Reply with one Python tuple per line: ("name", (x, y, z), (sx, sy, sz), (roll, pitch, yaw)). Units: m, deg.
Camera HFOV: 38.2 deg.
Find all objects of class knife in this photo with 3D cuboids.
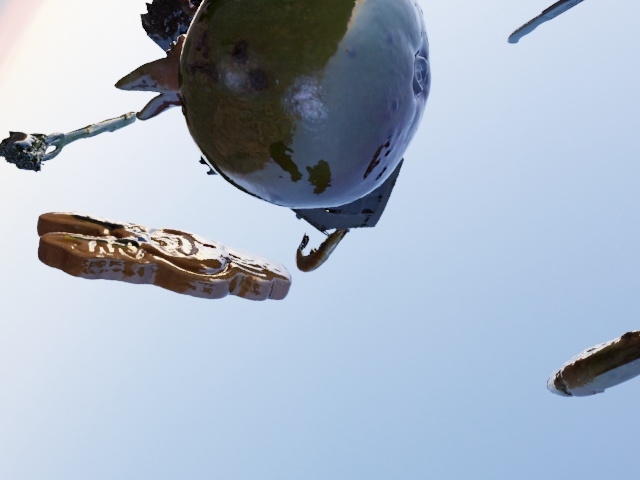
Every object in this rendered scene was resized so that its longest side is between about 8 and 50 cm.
("knife", (0.380, -0.378, 1.570), (0.210, 0.028, 0.015), (155, -51, -65))

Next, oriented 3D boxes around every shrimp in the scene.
("shrimp", (0.428, 0.155, 1.276), (0.145, 0.061, 0.267), (-22, 168, -40))
("shrimp", (0.000, 0.000, 1.452), (0.114, 0.023, 0.083), (-46, -145, -1))

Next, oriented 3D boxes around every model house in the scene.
("model house", (-0.039, -0.136, 1.255), (0.211, 0.243, 0.204), (56, -42, 43))

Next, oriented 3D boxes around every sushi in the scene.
("sushi", (-0.262, -0.463, 1.889), (0.150, 0.153, 0.172), (-38, -141, 15))

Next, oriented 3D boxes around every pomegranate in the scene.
("pomegranate", (-0.039, -0.191, 0.959), (0.291, 0.323, 0.291), (-48, 157, -28))

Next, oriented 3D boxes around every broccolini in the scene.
("broccolini", (-0.349, -0.140, 1.299), (0.057, 0.071, 0.254), (-25, -179, 31))

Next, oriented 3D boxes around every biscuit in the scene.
("biscuit", (-0.198, 0.018, 1.199), (0.202, 0.333, 0.047), (-129, -127, -68))
